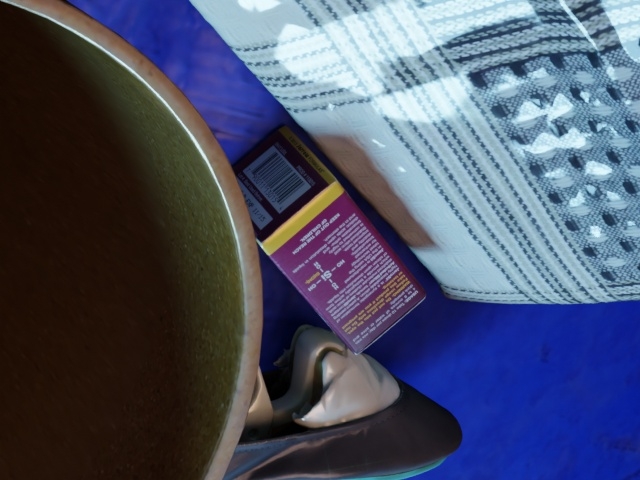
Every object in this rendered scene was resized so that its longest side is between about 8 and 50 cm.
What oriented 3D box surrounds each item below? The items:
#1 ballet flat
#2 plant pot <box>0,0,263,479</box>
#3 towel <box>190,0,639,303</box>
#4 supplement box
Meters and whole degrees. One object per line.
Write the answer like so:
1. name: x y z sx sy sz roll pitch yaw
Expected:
1. ballet flat: -0.022 0.075 0.799 0.203 0.074 0.074 -5 120 -25
2. plant pot: -0.177 -0.015 0.533 0.237 0.254 0.237 -15 125 -23
3. towel: 0.110 -0.076 0.660 0.324 0.312 0.056 52 48 -39
4. supplement box: 0.000 0.000 0.775 0.043 0.055 0.083 -41 129 -1
